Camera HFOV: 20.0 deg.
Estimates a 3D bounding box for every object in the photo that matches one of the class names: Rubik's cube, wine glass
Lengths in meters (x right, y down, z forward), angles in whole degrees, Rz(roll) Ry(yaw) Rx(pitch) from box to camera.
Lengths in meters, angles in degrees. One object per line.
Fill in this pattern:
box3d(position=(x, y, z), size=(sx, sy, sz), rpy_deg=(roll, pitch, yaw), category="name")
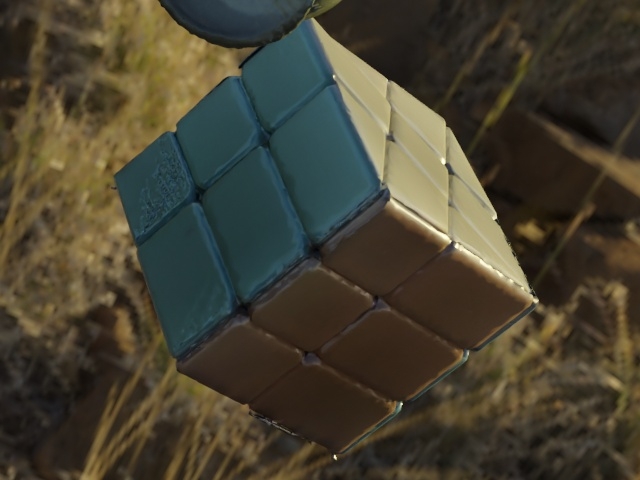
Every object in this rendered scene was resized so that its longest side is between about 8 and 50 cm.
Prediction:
box3d(position=(0.000, 0.000, 1.472), size=(0.221, 0.224, 0.231), rpy_deg=(32, 26, -44), category="Rubik's cube")
box3d(position=(-0.017, -0.181, 1.069), size=(0.103, 0.103, 0.231), rpy_deg=(33, 21, 5), category="wine glass")
